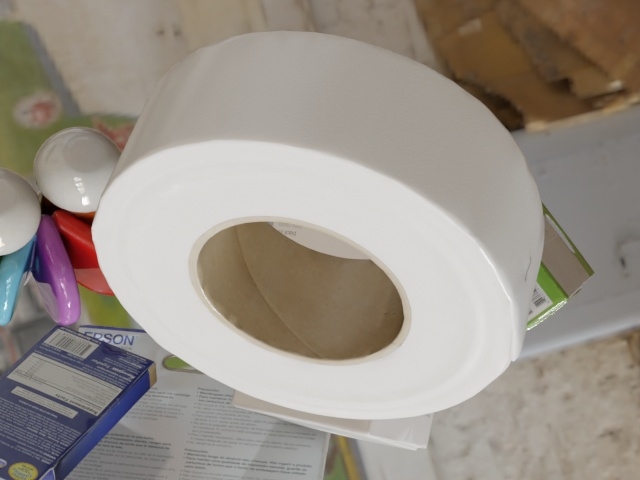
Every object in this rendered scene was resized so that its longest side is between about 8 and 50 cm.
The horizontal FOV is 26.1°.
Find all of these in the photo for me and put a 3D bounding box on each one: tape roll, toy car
[{"bbox_3d":[0.000,0.000,0.911,0.286,0.286,0.100,89,-164,-50],"label":"tape roll"},{"bbox_3d":[-0.225,0.004,1.154,0.136,0.182,0.159,56,154,12],"label":"toy car"}]

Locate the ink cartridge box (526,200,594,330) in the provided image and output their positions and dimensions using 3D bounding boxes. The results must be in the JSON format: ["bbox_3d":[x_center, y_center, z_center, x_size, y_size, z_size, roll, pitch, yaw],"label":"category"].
[{"bbox_3d":[0.339,0.028,2.260,0.189,0.097,0.255,54,-158,7],"label":"ink cartridge box"}]

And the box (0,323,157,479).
[{"bbox_3d":[-0.295,0.183,1.482,0.136,0.225,0.037,19,129,22],"label":"box"}]

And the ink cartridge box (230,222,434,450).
[{"bbox_3d":[0.036,0.074,1.507,0.198,0.114,0.273,6,80,40],"label":"ink cartridge box"}]

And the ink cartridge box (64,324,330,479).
[{"bbox_3d":[-0.157,0.258,1.592,0.071,0.324,0.330,90,-172,-48],"label":"ink cartridge box"}]
